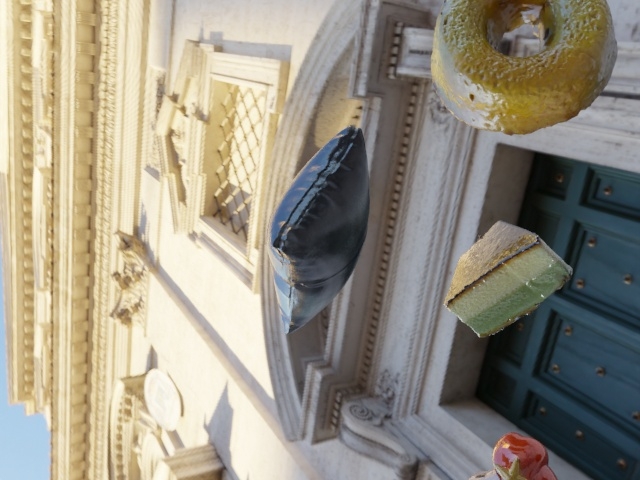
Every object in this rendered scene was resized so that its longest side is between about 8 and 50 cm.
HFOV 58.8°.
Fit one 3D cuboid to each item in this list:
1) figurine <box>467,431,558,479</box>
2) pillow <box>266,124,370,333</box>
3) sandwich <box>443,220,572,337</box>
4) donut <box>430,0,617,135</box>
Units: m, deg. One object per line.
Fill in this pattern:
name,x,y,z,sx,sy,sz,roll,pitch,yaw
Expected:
figurine,0.230,0.407,0.795,0.181,0.208,0.257,38,-55,-24
pillow,0.000,0.000,0.713,0.186,0.106,0.250,-58,-15,-27
sandwich,0.336,0.039,0.988,0.108,0.220,0.186,40,-137,-4
donut,0.307,-0.320,0.888,0.303,0.303,0.110,-54,-27,-4
